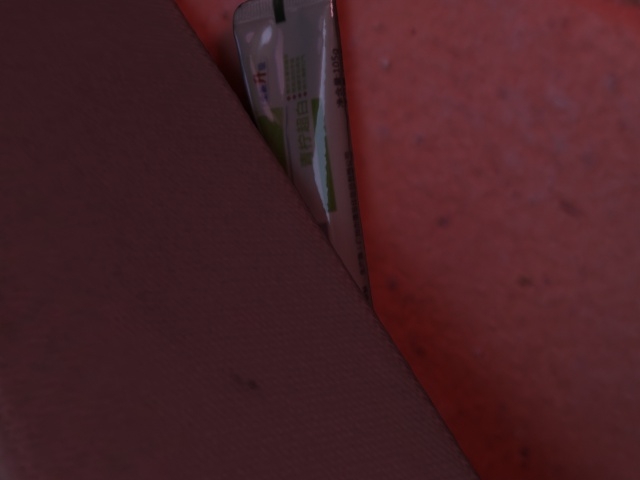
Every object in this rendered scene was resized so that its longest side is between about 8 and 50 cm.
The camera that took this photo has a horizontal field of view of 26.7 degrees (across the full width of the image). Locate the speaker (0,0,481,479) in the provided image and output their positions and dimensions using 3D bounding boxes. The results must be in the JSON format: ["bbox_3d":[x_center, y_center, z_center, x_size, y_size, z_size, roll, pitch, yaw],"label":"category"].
[{"bbox_3d":[-0.097,0.067,0.474,0.184,0.183,0.406,-50,59,32],"label":"speaker"}]

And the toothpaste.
[{"bbox_3d":[0.000,0.000,0.525,0.048,0.029,0.197,-8,92,32],"label":"toothpaste"}]
